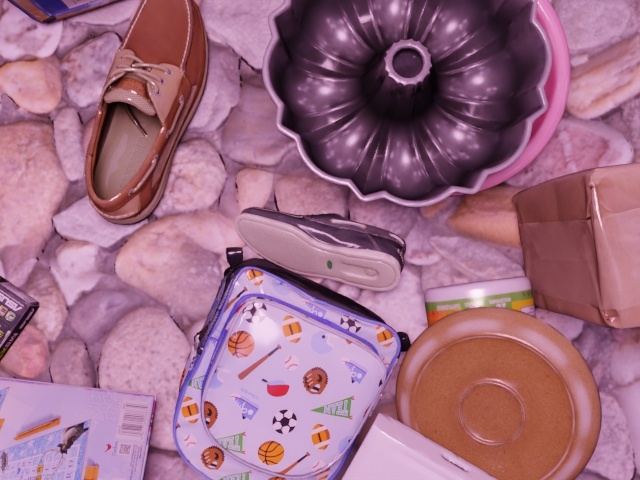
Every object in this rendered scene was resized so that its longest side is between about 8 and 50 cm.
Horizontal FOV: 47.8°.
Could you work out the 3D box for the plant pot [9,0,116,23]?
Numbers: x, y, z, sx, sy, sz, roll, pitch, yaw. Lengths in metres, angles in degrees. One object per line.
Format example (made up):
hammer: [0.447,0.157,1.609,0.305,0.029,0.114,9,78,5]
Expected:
plant pot: [-0.337,-0.416,0.914,0.235,0.236,0.212,-20,93,-3]

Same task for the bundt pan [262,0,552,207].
bundt pan: [0.097,-0.196,0.867,0.330,0.124,0.331,0,86,-1]

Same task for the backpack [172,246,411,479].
backpack: [-0.050,0.183,0.886,0.276,0.213,0.264,26,96,-2]

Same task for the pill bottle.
pill bottle: [0.215,0.174,0.915,0.136,0.136,0.246,-8,86,-1]

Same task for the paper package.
paper package: [0.426,-0.008,0.846,0.324,0.309,0.168,-7,90,-1]

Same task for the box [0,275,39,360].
box: [-0.507,0.107,0.959,0.190,0.045,0.184,34,88,1]

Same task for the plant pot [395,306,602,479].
plant pot: [0.197,0.195,0.828,0.236,0.032,0.237,2,97,20]

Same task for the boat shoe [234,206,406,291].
boat shoe: [0.000,0.000,0.969,0.232,0.084,0.079,15,47,7]

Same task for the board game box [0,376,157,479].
board game box: [-0.371,0.313,0.826,0.317,0.066,0.319,9,49,-9]

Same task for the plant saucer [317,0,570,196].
plant saucer: [0.161,-0.221,0.973,0.331,0.084,0.333,0,85,0]

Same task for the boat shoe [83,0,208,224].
boat shoe: [-0.228,-0.180,0.946,0.122,0.120,0.324,12,86,0]

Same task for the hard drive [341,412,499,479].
hard drive: [0.092,0.378,0.865,0.203,0.040,0.308,29,114,10]
